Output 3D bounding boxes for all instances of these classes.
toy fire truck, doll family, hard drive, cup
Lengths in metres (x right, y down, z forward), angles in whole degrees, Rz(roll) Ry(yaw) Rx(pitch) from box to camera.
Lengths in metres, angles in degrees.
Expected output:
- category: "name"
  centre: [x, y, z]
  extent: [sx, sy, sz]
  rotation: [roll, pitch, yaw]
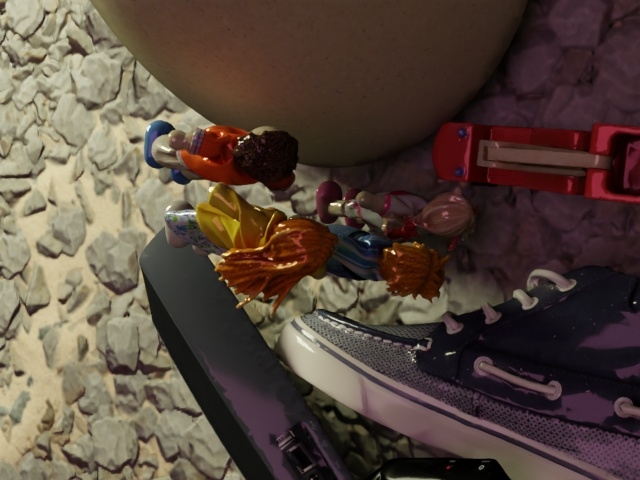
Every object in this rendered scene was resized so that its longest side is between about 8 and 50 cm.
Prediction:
- category: "toy fire truck"
  centre: [0.149, -0.054, 0.764]
  extent: [0.192, 0.135, 0.047]
  rotation: [8, 95, 32]
- category: "doll family"
  centre: [0.000, 0.000, 0.788]
  extent: [0.163, 0.263, 0.118]
  rotation: [8, 85, 51]
- category: "hard drive"
  centre: [-0.061, 0.118, 0.895]
  extent: [0.054, 0.172, 0.255]
  rotation: [-30, 71, -16]
- category: "cup"
  centre: [-0.044, -0.229, 0.808]
  extent: [0.331, 0.237, 0.331]
  rotation: [-3, 85, 35]

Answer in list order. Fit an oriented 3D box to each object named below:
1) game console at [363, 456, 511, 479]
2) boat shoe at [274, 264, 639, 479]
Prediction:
- category: "game console"
  centre: [0.189, 0.216, 0.694]
  extent: [0.361, 0.044, 0.213]
  rotation: [-12, 123, 46]
- category: "boat shoe"
  centre: [0.135, 0.078, 0.802]
  extent: [0.340, 0.127, 0.158]
  rotation: [22, 91, 27]
